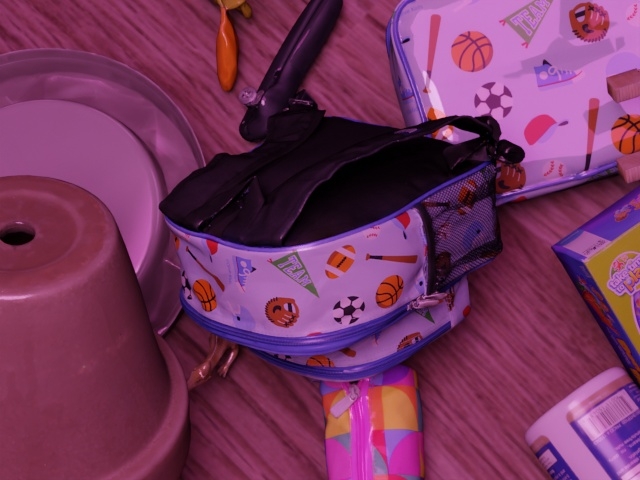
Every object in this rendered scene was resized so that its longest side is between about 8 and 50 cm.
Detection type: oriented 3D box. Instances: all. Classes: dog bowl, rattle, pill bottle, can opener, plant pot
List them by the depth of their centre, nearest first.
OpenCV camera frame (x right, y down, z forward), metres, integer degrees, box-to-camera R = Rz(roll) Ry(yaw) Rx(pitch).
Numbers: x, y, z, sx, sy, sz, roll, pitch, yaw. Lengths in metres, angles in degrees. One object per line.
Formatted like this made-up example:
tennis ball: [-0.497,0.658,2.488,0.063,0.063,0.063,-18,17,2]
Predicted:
plant pot: [-0.233,0.082,1.047,0.263,0.229,0.263,3,40,-3]
pill bottle: [0.278,0.216,1.171,0.112,0.112,0.187,-34,73,-4]
dog bowl: [-0.271,-0.011,1.306,0.349,0.102,0.349,-2,73,6]
can opener: [-0.029,-0.177,1.360,0.059,0.073,0.186,3,65,48]
rattle: [-0.026,-0.258,1.372,0.199,0.130,0.143,-18,82,-27]

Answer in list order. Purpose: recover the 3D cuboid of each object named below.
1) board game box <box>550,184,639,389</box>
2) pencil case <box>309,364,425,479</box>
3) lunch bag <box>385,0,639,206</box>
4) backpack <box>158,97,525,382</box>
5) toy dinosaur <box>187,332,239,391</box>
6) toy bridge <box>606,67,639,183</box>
board game box: [0.413,0.008,1.180,0.347,0.078,0.233,-35,104,-4]
pencil case: [0.049,0.225,1.202,0.104,0.104,0.236,-7,74,4]
lunch bag: [0.223,-0.171,1.268,0.303,0.115,0.243,-17,88,0]
backpack: [0.000,0.000,1.165,0.276,0.263,0.213,10,113,45]
toy dinosaur: [-0.087,0.063,1.266,0.053,0.092,0.183,8,75,10]
toy bridge: [0.302,-0.071,1.200,0.063,0.188,0.026,-18,33,-2]
